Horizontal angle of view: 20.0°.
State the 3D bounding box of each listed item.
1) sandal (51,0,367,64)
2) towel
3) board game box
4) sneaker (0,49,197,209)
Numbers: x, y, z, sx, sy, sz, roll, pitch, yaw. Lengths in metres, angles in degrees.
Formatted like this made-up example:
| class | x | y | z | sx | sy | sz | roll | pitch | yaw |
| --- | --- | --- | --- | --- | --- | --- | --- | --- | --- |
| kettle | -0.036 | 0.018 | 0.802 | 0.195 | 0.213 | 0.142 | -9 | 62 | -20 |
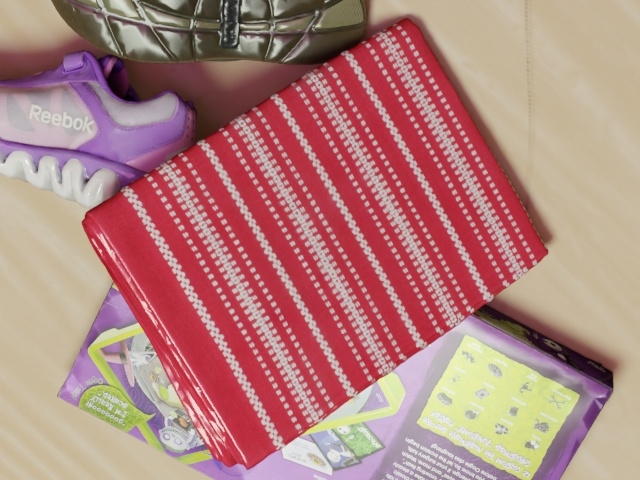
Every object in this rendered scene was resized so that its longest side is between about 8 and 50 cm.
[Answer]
| class | x | y | z | sx | sy | sz | roll | pitch | yaw |
| --- | --- | --- | --- | --- | --- | --- | --- | --- | --- |
| sandal | -0.078 | -0.168 | 1.234 | 0.219 | 0.060 | 0.090 | 3 | 113 | -7 |
| towel | 0.000 | 0.000 | 1.203 | 0.275 | 0.031 | 0.199 | -33 | 97 | -20 |
| board game box | 0.008 | 0.103 | 1.301 | 0.347 | 0.056 | 0.208 | 28 | 104 | 0 |
| sneaker | -0.180 | -0.085 | 1.248 | 0.236 | 0.095 | 0.104 | 19 | 91 | 20 |
